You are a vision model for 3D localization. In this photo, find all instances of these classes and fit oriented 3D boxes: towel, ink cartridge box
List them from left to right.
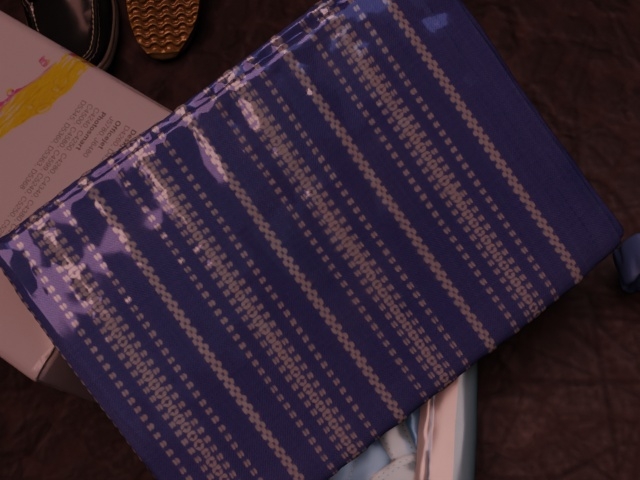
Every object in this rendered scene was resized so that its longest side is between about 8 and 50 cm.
[{"bbox_3d":[-0.212,-0.028,0.760,0.270,0.198,0.197,30,81,19],"label":"ink cartridge box"},{"bbox_3d":[0.000,0.000,0.634,0.336,0.040,0.243,-37,93,-7],"label":"towel"}]

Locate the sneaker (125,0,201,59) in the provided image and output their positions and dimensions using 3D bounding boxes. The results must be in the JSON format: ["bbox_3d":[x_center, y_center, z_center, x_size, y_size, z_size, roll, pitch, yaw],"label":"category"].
[{"bbox_3d":[-0.142,-0.252,0.890,0.070,0.084,0.185,-5,97,-7],"label":"sneaker"}]

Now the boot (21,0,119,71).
[{"bbox_3d":[-0.248,-0.265,0.849,0.085,0.178,0.236,-15,70,7],"label":"boot"}]

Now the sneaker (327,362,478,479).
[{"bbox_3d":[0.005,0.071,0.718,0.208,0.127,0.318,2,73,6],"label":"sneaker"}]

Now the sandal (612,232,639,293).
[{"bbox_3d":[0.311,-0.050,0.705,0.138,0.126,0.317,25,78,21],"label":"sandal"}]
